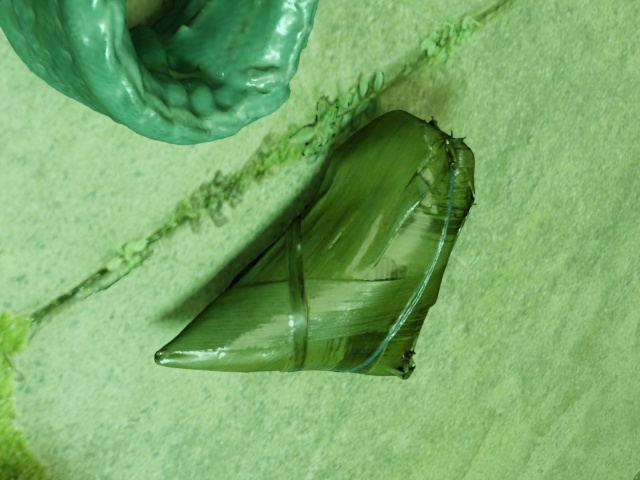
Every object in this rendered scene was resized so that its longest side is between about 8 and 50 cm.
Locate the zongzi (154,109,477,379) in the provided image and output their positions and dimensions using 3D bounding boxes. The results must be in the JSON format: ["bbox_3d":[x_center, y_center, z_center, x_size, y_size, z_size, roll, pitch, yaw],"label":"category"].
[{"bbox_3d":[0.000,0.000,0.927,0.274,0.125,0.250,5,110,-40],"label":"zongzi"}]

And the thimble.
[{"bbox_3d":[-0.103,-0.173,0.705,0.198,0.143,0.235,-40,137,-21],"label":"thimble"}]
